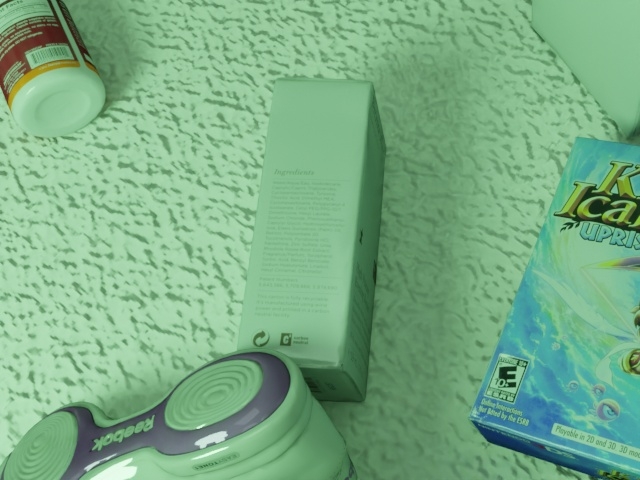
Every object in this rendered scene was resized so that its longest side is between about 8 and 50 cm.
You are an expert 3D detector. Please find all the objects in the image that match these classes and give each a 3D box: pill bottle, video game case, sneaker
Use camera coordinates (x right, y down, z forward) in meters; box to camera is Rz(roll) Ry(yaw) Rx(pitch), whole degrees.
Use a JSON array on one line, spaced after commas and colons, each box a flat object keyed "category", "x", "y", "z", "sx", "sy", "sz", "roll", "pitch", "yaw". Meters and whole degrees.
[{"category": "pill bottle", "x": -0.262, "y": -0.176, "z": 0.920, "sx": 0.086, "sy": 0.086, "sz": 0.152, "roll": -28, "pitch": 65, "yaw": -2}, {"category": "video game case", "x": 0.270, "y": 0.059, "z": 0.696, "sx": 0.269, "sy": 0.061, "sz": 0.244, "roll": 13, "pitch": 68, "yaw": 32}, {"category": "sneaker", "x": -0.116, "y": 0.182, "z": 0.725, "sx": 0.305, "sy": 0.152, "sz": 0.114, "roll": -19, "pitch": 37, "yaw": 28}]

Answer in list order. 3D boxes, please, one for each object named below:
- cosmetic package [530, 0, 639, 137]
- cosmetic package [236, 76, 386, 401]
[{"category": "cosmetic package", "x": 0.275, "y": -0.263, "z": 0.692, "sx": 0.217, "sy": 0.385, "sz": 0.156, "roll": -32, "pitch": 67, "yaw": -6}, {"category": "cosmetic package", "x": 0.000, "y": 0.000, "z": 0.781, "sx": 0.085, "sy": 0.117, "sz": 0.231, "roll": 3, "pitch": 70, "yaw": 11}]
